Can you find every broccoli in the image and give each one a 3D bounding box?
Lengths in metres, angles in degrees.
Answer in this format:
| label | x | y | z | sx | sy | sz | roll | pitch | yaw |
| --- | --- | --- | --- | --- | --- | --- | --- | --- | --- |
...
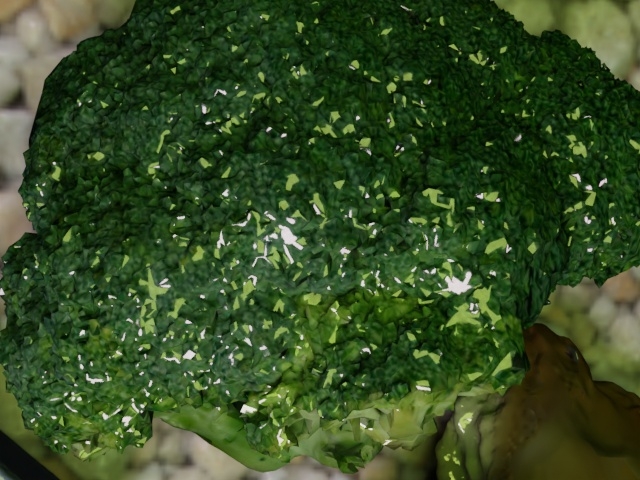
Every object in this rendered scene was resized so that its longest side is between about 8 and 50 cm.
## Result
| label | x | y | z | sx | sy | sz | roll | pitch | yaw |
| --- | --- | --- | --- | --- | --- | --- | --- | --- | --- |
| broccoli | 0.000 | 0.000 | 0.585 | 0.294 | 0.265 | 0.245 | -32 | 141 | -14 |

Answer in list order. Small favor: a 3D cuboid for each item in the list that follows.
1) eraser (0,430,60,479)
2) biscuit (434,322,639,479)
| label | x | y | z | sx | sy | sz | roll | pitch | yaw |
| --- | --- | --- | --- | --- | --- | --- | --- | --- | --- |
| eraser | -0.178 | 0.093 | 0.625 | 0.225 | 0.082 | 0.036 | 43 | 85 | -15 |
| biscuit | 0.103 | 0.205 | 0.656 | 0.329 | 0.078 | 0.335 | 1 | 76 | -31 |
